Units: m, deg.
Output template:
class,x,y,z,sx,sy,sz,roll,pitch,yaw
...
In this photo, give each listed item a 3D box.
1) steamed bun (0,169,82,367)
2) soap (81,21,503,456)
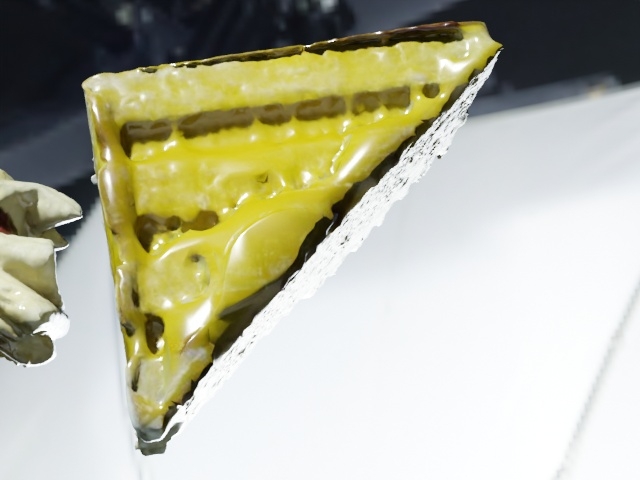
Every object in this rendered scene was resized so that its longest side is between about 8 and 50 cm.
class,x,y,z,sx,sy,sz,roll,pitch,yaw
steamed bun,-0.381,-0.016,1.802,0.428,0.189,0.247,19,-16,21
soap,0.000,0.000,1.508,0.339,0.304,0.169,-9,-24,-7
